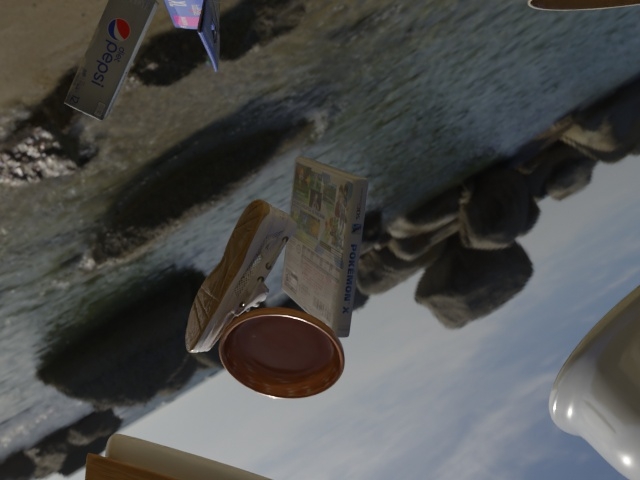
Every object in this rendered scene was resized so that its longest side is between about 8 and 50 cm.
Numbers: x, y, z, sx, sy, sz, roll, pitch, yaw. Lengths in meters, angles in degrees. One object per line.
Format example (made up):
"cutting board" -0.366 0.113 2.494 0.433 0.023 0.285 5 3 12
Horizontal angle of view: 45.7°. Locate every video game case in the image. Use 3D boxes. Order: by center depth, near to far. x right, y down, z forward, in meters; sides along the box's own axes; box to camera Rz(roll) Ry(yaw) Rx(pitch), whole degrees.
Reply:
"video game case" 0.000 0.000 1.518 0.036 0.300 0.329 2 -168 -21

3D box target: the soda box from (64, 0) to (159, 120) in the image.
"soda box" -0.451 -0.408 1.644 0.286 0.091 0.098 -63 -167 7

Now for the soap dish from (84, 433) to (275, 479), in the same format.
"soap dish" -0.150 0.313 0.819 0.291 0.229 0.118 122 -14 -61

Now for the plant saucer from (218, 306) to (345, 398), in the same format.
"plant saucer" -0.060 0.174 1.200 0.200 0.200 0.037 -33 -153 30

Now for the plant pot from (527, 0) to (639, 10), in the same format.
"plant pot" 0.402 -0.411 0.955 0.284 0.191 0.284 -5 -173 1

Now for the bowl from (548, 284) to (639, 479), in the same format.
"bowl" 0.341 0.113 0.588 0.298 0.134 0.298 -18 141 -15

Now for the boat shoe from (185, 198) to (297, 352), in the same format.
"boat shoe" -0.125 0.072 1.227 0.277 0.096 0.098 -59 -149 12

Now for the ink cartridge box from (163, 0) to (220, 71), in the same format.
"ink cartridge box" -0.133 -0.352 0.805 0.065 0.311 0.186 1 -179 -4
